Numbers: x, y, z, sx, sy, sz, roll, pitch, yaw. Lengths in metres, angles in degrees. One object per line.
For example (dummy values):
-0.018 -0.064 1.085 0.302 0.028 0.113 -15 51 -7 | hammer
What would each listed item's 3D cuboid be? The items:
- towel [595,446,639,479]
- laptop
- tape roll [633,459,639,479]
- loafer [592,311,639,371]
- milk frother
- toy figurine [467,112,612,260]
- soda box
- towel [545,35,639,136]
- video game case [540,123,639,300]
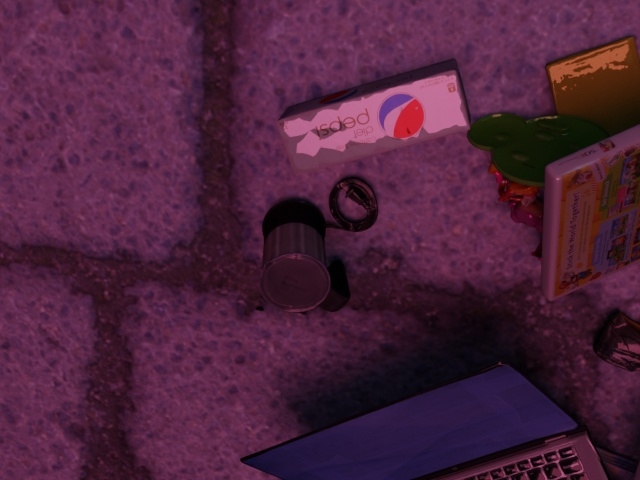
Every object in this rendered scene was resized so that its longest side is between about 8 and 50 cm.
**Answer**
0.431 0.408 1.110 0.284 0.034 0.209 23 116 -1 | towel
0.175 0.381 1.008 0.381 0.236 0.408 -26 84 24 | laptop
0.572 0.339 0.950 0.391 0.072 0.392 -1 95 -8 | tape roll
0.436 0.143 0.979 0.170 0.062 0.061 18 110 0 | loafer
0.000 0.000 0.949 0.129 0.135 0.143 20 118 -14 | milk frother
0.253 -0.050 0.904 0.173 0.130 0.159 28 146 41 | toy figurine
0.063 -0.144 0.914 0.216 0.069 0.074 -13 111 16 | soda box
0.341 -0.109 0.909 0.102 0.021 0.237 -17 109 13 | towel
0.333 -0.041 0.830 0.206 0.026 0.227 -23 143 -3 | video game case
